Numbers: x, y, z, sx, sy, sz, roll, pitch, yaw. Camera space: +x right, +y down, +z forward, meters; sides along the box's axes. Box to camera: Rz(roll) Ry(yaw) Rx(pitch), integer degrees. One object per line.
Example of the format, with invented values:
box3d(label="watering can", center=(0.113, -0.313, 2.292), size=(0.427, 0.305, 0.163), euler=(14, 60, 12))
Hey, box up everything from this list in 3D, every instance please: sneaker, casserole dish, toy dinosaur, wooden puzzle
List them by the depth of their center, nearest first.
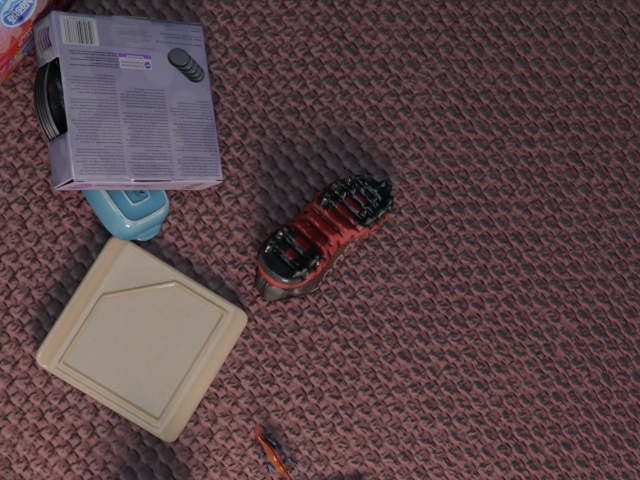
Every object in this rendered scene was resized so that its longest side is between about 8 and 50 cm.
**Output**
box3d(label="toy dinosaur", center=(-0.069, 0.323, 1.850), size=(0.047, 0.090, 0.082), euler=(-37, 58, 3))
box3d(label="wooden puzzle", center=(-0.257, 0.141, 1.856), size=(0.239, 0.044, 0.221), euler=(33, 78, -9))
box3d(label="casserole dish", center=(-0.289, -0.088, 1.859), size=(0.114, 0.037, 0.188), euler=(-32, 89, -36))
box3d(label="sneaker", center=(0.000, 0.000, 1.889), size=(0.097, 0.135, 0.276), euler=(44, 54, 11))

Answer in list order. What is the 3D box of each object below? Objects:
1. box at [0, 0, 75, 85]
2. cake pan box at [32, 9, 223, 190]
box3d(label="box", center=(-0.453, -0.337, 1.838), size=(0.122, 0.128, 0.257), euler=(39, 78, -4))
box3d(label="cake pan box", center=(-0.273, -0.193, 1.819), size=(0.267, 0.070, 0.245), euler=(-4, 79, -40))
